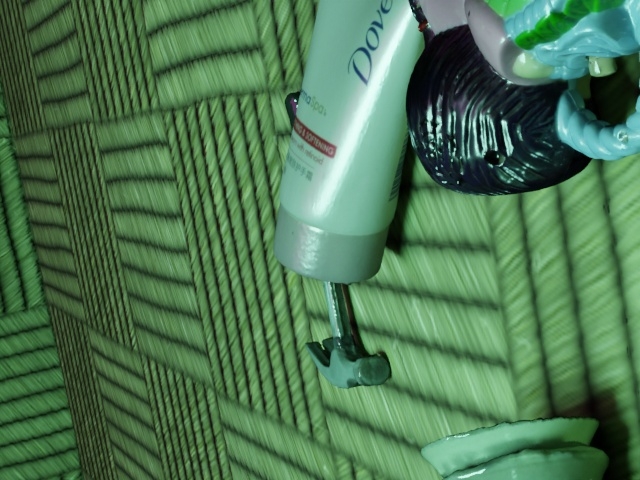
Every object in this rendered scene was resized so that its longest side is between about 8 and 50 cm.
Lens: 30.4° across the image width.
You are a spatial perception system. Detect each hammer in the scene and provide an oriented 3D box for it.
[{"bbox_3d":[0.000,0.000,0.972,0.103,0.029,0.246,-16,86,66],"label":"hammer"}]

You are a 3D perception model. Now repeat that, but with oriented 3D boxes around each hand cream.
[{"bbox_3d":[0.025,-0.094,0.813,0.133,0.083,0.248,41,129,52],"label":"hand cream"}]

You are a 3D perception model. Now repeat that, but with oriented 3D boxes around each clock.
[{"bbox_3d":[0.101,-0.120,0.583,0.194,0.100,0.196,7,109,64],"label":"clock"}]

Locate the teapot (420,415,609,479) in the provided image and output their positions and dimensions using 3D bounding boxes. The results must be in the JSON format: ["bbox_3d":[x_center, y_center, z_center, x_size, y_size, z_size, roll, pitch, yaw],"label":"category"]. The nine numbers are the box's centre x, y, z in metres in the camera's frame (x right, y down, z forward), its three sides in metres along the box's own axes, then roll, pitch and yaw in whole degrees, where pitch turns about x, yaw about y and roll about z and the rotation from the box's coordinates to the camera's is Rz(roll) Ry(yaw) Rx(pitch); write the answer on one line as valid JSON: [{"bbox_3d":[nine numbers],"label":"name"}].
[{"bbox_3d":[0.128,0.227,0.637,0.183,0.183,0.251,129,136,-62],"label":"teapot"}]
